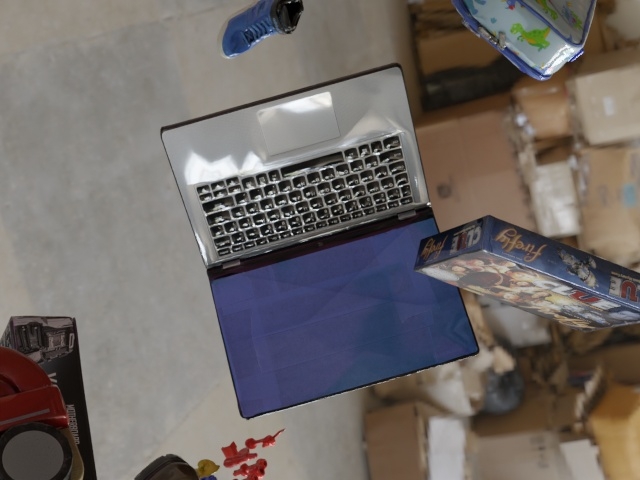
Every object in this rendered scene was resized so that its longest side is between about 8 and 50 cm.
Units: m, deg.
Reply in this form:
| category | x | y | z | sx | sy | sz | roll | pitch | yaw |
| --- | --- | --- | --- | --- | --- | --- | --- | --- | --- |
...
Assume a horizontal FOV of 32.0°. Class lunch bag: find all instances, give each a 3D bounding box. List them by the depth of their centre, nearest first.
| category | x | y | z | sx | sy | sz | roll | pitch | yaw |
| --- | --- | --- | --- | --- | --- | --- | --- | --- | --- |
| lunch bag | 0.275 | -0.317 | 1.468 | 0.176 | 0.090 | 0.219 | 37 | 40 | -9 |

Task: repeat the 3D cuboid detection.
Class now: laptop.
| category | x | y | z | sx | sy | sz | roll | pitch | yaw |
| --- | --- | --- | --- | --- | --- | --- | --- | --- | --- |
| laptop | 0.000 | 0.000 | 1.698 | 0.236 | 0.382 | 0.407 | -108 | -178 | -60 |

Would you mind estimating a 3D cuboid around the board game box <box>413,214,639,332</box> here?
| category | x | y | z | sx | sy | sz | roll | pitch | yaw |
| --- | --- | --- | --- | --- | --- | --- | --- | --- | --- |
| board game box | 0.251 | 0.043 | 1.279 | 0.165 | 0.243 | 0.042 | 154 | -47 | -67 |

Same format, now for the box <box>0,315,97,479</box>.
| category | x | y | z | sx | sy | sz | roll | pitch | yaw |
| --- | --- | --- | --- | --- | --- | --- | --- | --- | --- |
| box | -0.319 | 0.274 | 1.223 | 0.077 | 0.242 | 0.307 | 3 | 53 | -29 |

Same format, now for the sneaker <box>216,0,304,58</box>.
| category | x | y | z | sx | sy | sz | roll | pitch | yaw |
| --- | --- | --- | --- | --- | --- | --- | --- | --- | --- |
| sneaker | -0.089 | -0.336 | 1.738 | 0.152 | 0.085 | 0.058 | -44 | 128 | -26 |

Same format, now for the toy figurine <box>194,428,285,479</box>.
| category | x | y | z | sx | sy | sz | roll | pitch | yaw |
| --- | --- | --- | --- | --- | --- | --- | --- | --- | --- |
| toy figurine | -0.137 | 0.504 | 1.862 | 0.217 | 0.191 | 0.362 | 61 | 25 | -10 |

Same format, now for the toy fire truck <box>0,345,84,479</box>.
| category | x | y | z | sx | sy | sz | roll | pitch | yaw |
| --- | --- | --- | --- | --- | --- | --- | --- | --- | --- |
| toy fire truck | -0.321 | 0.139 | 0.856 | 0.246 | 0.217 | 0.158 | 62 | -30 | 29 |

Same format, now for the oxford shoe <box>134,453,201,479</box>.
| category | x | y | z | sx | sy | sz | roll | pitch | yaw |
| --- | --- | --- | --- | --- | --- | --- | --- | --- | --- |
| oxford shoe | -0.242 | 0.375 | 1.428 | 0.227 | 0.096 | 0.083 | -49 | 117 | -14 |
